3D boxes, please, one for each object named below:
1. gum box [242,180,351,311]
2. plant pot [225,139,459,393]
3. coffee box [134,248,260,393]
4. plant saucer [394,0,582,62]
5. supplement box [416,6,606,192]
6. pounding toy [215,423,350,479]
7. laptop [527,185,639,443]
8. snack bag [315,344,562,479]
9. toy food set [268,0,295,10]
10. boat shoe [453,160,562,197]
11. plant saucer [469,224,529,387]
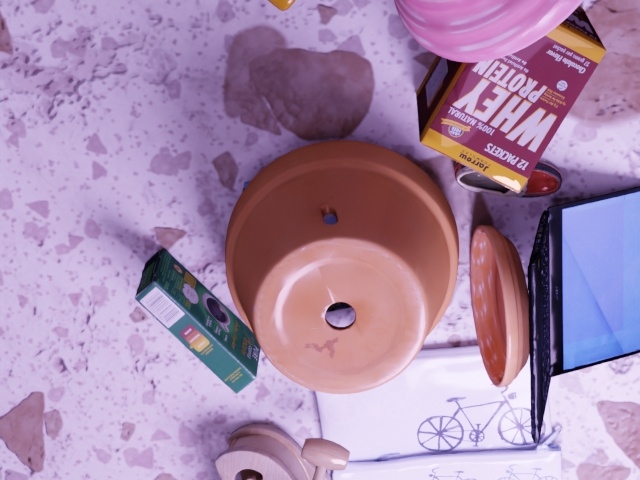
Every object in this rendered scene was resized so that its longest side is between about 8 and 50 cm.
[{"bbox_3d":[0.000,0.000,1.895,0.157,0.041,0.184,-12,111,7],"label":"gum box"},{"bbox_3d":[0.026,0.048,1.783,0.291,0.203,0.290,0,112,0],"label":"plant pot"},{"bbox_3d":[-0.152,0.102,1.905,0.040,0.113,0.184,-41,107,15],"label":"coffee box"},{"bbox_3d":[0.182,-0.355,1.590,0.084,0.332,0.332,21,115,-38],"label":"plant saucer"},{"bbox_3d":[0.212,-0.191,1.726,0.129,0.194,0.191,26,111,-9],"label":"supplement box"},{"bbox_3d":[-0.082,0.349,1.973,0.154,0.155,0.269,27,115,3],"label":"pounding toy"},{"bbox_3d":[0.330,0.083,1.811,0.137,0.264,0.234,1,112,14],"label":"laptop"},{"bbox_3d":[0.164,0.290,2.011,0.323,0.037,0.342,-5,112,5],"label":"snack bag"},{"bbox_3d":[-0.009,-0.380,1.695,0.104,0.111,0.232,36,131,-12],"label":"toy food set"},{"bbox_3d":[0.232,-0.075,1.855,0.137,0.043,0.049,8,110,-2],"label":"boat shoe"},{"bbox_3d":[0.221,0.078,1.836,0.037,0.200,0.199,-7,112,-6],"label":"plant saucer"}]
